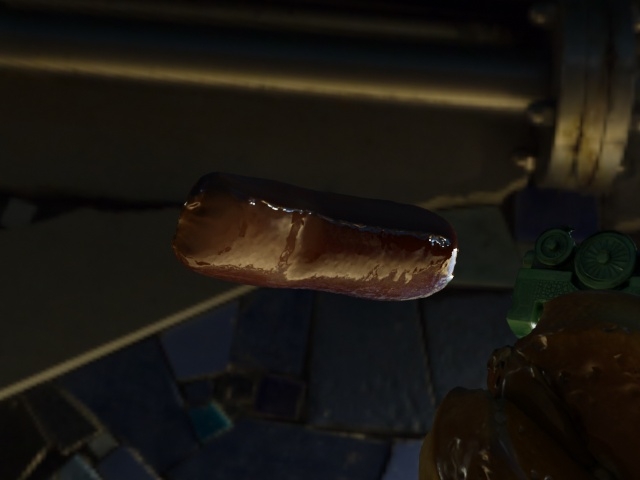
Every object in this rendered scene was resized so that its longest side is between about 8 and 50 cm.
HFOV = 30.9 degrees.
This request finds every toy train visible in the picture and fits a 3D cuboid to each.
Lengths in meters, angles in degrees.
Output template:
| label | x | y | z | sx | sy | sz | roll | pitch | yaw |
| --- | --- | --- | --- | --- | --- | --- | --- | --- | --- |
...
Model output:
| label | x | y | z | sx | sy | sz | roll | pitch | yaw |
| --- | --- | --- | --- | --- | --- | --- | --- | --- | --- |
| toy train | 0.260 | 0.045 | 1.044 | 0.178 | 0.105 | 0.071 | 5 | -25 | 36 |

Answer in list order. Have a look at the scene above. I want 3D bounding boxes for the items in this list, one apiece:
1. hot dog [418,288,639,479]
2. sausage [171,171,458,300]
| label | x | y | z | sx | sy | sz | roll | pitch | yaw |
| --- | --- | --- | --- | --- | --- | --- | --- | --- | --- |
| hot dog | 0.176 | 0.168 | 0.437 | 0.337 | 0.135 | 0.100 | 47 | -10 | 0 |
| sausage | 0.000 | 0.000 | 1.008 | 0.300 | 0.083 | 0.089 | 10 | -59 | -36 |
